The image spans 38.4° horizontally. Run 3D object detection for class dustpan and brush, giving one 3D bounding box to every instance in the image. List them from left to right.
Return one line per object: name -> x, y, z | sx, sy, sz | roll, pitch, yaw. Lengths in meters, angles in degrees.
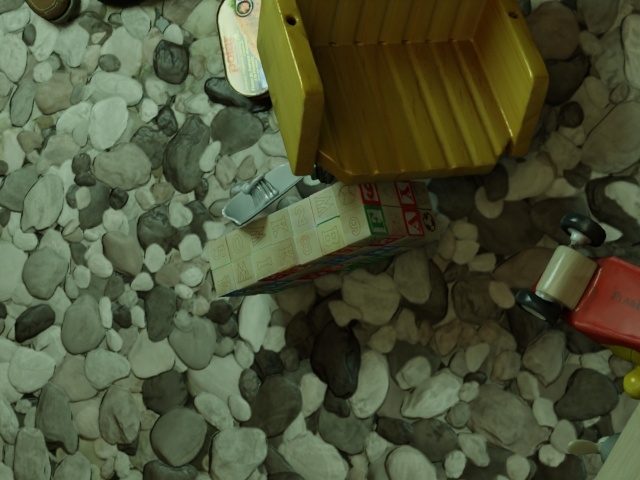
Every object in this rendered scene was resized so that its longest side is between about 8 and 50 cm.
dustpan and brush -> -0.100, -0.074, 1.393 | 0.147, 0.211, 0.060 | -38, 93, -16

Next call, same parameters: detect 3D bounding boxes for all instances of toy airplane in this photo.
toy airplane -> 0.455, 0.124, 1.101 | 0.386, 0.272, 0.384 | -30, 42, 30

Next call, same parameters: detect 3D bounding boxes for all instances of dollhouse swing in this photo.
dollhouse swing -> 0.130, -0.290, 1.159 | 0.347, 0.305, 0.315 | -5, 62, -20

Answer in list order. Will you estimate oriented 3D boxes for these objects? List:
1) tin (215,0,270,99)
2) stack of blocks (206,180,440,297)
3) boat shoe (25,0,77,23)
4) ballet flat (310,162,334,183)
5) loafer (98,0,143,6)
tin -> -0.110, -0.320, 1.491 | 0.106, 0.040, 0.189 | -12, 80, 16
stack of blocks -> 0.000, 0.000, 1.339 | 0.297, 0.171, 0.087 | -22, 76, 36
boat shoe -> -0.536, -0.525, 1.639 | 0.111, 0.104, 0.307 | -32, 74, 15
ballet flat -> 0.001, -0.335, 1.373 | 0.182, 0.164, 0.482 | -18, 90, -2
loafer -> -0.302, -0.456, 1.555 | 0.220, 0.078, 0.080 | -8, 82, 20
